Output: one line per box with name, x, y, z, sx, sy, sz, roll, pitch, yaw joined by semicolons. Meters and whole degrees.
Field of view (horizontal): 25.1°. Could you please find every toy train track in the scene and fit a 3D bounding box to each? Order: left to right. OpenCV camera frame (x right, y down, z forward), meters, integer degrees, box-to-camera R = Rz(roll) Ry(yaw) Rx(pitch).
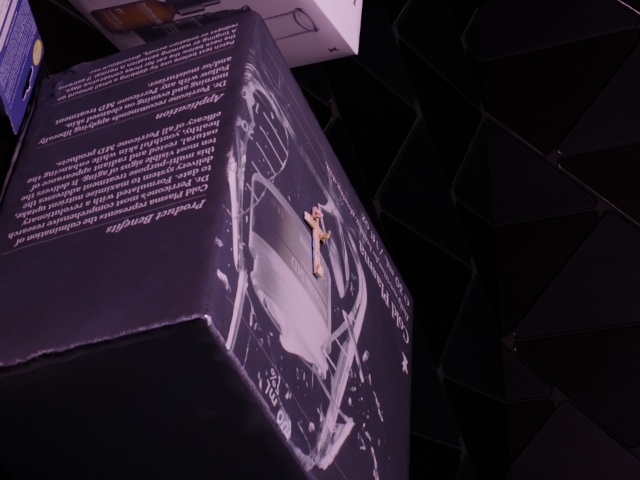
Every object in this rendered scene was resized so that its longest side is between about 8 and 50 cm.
toy train track;0.000;0.000;1.465;0.048;0.014;0.083;52;29;-47

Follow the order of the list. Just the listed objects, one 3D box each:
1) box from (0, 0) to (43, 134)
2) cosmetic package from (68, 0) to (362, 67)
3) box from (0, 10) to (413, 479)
box;-0.340;-0.229;1.494;0.225;0.036;0.136;83;12;-52
cosmetic package;-0.157;-0.325;1.688;0.377;0.284;0.097;43;43;-52
box;-0.116;0.104;1.537;0.472;0.297;0.480;-83;151;-46
